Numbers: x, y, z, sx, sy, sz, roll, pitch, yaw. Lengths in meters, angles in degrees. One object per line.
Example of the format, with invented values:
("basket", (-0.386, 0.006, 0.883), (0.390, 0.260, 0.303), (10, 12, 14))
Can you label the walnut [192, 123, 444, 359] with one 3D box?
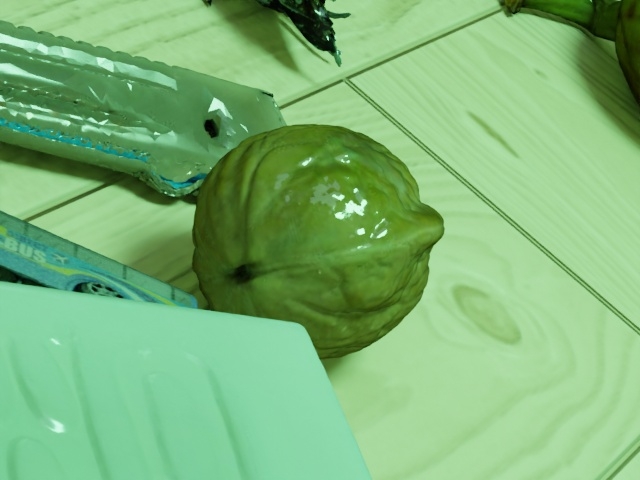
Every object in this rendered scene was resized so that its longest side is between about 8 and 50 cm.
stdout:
("walnut", (0.000, 0.000, 0.834), (0.124, 0.105, 0.105), (-12, 54, -49))

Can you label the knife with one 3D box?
("knife", (-0.161, -0.065, 0.840), (0.365, 0.043, 0.089), (11, 71, -34))

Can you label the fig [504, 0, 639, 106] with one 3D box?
("fig", (0.235, -0.118, 1.194), (0.148, 0.186, 0.142), (-25, 106, -32))

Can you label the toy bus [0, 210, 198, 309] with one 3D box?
("toy bus", (-0.122, 0.020, 0.751), (0.153, 0.051, 0.061), (25, 21, -13))

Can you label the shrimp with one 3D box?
("shrimp", (-0.033, -0.157, 1.066), (0.082, 0.076, 0.174), (60, 2, -46))

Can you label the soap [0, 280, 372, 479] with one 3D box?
("soap", (-0.110, 0.090, 0.630), (0.265, 0.087, 0.159), (10, 39, -32))
